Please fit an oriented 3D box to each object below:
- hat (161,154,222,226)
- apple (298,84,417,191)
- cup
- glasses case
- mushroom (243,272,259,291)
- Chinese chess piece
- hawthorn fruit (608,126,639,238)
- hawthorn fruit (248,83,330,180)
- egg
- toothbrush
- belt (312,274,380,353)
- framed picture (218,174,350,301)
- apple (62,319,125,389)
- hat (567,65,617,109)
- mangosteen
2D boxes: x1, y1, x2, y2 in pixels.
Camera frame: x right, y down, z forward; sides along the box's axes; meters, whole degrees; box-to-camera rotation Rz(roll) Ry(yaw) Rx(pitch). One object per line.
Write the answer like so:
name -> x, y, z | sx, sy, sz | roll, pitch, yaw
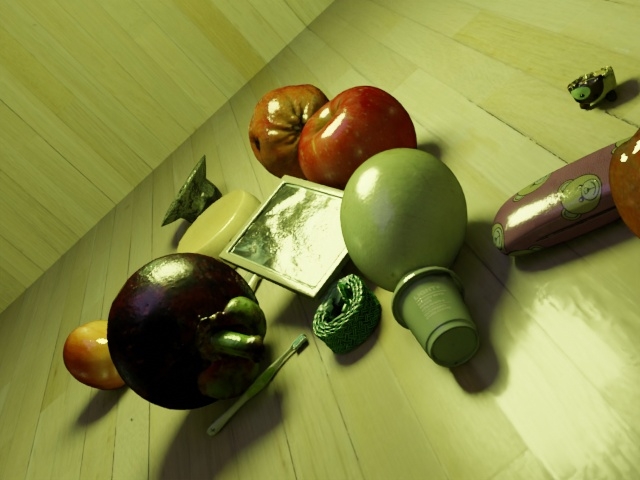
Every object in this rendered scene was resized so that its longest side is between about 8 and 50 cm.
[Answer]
hat -> -0.373, -0.120, 2.533 | 0.265, 0.128, 0.265 | -52, 12, 16
apple -> 0.077, -0.199, 1.804 | 0.260, 0.216, 0.260 | -37, 25, 21
cup -> 0.179, 0.115, 1.255 | 0.120, 0.120, 0.141 | -41, 33, 8
glasses case -> 0.394, -0.069, 1.240 | 0.316, 0.076, 0.123 | -28, 29, 35
mushroom -> -0.185, 0.133, 1.906 | 0.059, 0.054, 0.202 | -19, 28, 35
Chinese chess piece -> -0.258, -0.013, 2.196 | 0.273, 0.102, 0.273 | -36, 23, 18
hawthorn fruit -> 0.467, -0.057, 0.985 | 0.199, 0.199, 0.251 | -40, 43, 12
hawthorn fruit -> -0.063, -0.278, 2.141 | 0.258, 0.258, 0.262 | -37, 9, 17
egg -> 0.139, -0.029, 1.414 | 0.218, 0.218, 0.295 | -31, 29, 29
toothbrush -> -0.121, 0.274, 1.590 | 0.263, 0.022, 0.026 | -45, 11, -1
belt -> 0.041, 0.124, 1.499 | 0.121, 0.079, 0.151 | -31, 26, 29
framed picture -> -0.042, -0.015, 1.675 | 0.324, 0.020, 0.240 | 21, 67, 49
apple -> -0.534, 0.283, 2.068 | 0.199, 0.199, 0.199 | -36, 25, 19
hat -> 0.478, -0.263, 1.453 | 0.077, 0.059, 0.076 | -22, 16, 33
mangosteen -> -0.246, 0.184, 1.594 | 0.306, 0.306, 0.359 | -48, 30, -7
